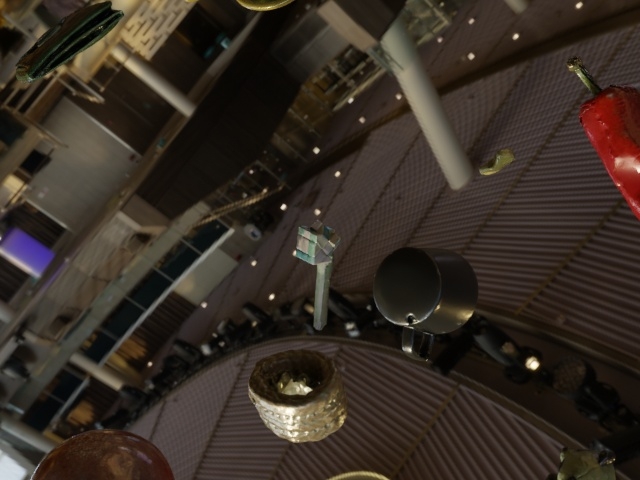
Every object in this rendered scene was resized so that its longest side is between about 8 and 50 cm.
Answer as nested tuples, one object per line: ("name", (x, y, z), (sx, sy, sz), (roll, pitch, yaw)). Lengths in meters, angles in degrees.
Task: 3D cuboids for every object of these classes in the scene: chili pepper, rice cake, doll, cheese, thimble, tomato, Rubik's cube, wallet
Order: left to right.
("wallet", (-0.383, -0.292, 0.976), (0.160, 0.055, 0.236), (-45, -153, -11))
("tomato", (-0.390, 0.479, 1.187), (0.270, 0.270, 0.227), (-61, -165, -25))
("thimble", (-0.052, 0.373, 1.579), (0.229, 0.148, 0.196), (-5, -150, 16))
("Rubik's cube", (0.001, 0.003, 1.250), (0.075, 0.073, 0.084), (45, -54, 41))
("rice cake", (0.006, 0.119, 1.558), (0.033, 0.033, 0.207), (23, -64, 44))
("cheese", (0.361, -0.160, 1.356), (0.083, 0.044, 0.030), (-36, -129, 51))
("doll", (0.500, 0.495, 1.201), (0.135, 0.144, 0.234), (64, 18, -78))
("chili pepper", (0.540, -0.155, 1.137), (0.110, 0.387, 0.110), (-21, 165, -6))

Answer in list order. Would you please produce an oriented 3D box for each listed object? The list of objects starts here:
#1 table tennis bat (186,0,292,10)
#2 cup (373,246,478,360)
("table tennis bat", (-0.152, -0.569, 1.404), (0.321, 0.050, 0.198), (-8, -105, 17))
("cup", (0.196, 0.118, 1.251), (0.169, 0.176, 0.223), (6, -95, 35))
